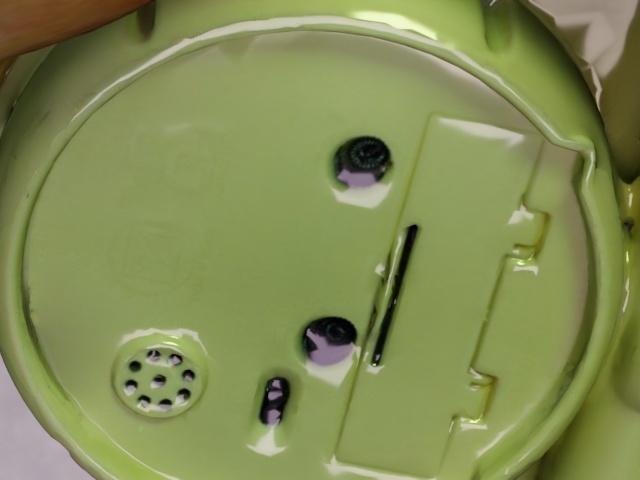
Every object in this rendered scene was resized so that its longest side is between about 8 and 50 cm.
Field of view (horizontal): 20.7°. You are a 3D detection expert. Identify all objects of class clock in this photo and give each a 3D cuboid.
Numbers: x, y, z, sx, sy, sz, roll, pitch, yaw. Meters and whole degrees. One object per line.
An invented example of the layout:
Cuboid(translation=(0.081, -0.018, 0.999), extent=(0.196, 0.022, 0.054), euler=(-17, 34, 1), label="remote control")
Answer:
Cuboid(translation=(0.000, 0.000, 0.699), extent=(0.349, 0.117, 0.286), euler=(11, 117, -6), label="clock")

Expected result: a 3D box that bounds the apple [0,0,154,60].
Cuboid(translation=(-0.130, -0.232, 0.449), extent=(0.392, 0.346, 0.391), euler=(-2, 111, -5), label="apple")
